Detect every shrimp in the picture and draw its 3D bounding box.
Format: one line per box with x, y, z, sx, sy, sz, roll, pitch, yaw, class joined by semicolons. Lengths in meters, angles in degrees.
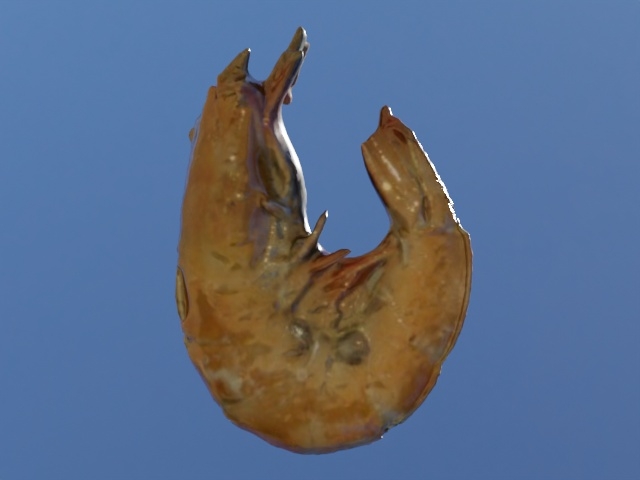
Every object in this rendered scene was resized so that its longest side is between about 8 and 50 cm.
0.000;0.000;0.672;0.132;0.051;0.188;-7;-85;7;shrimp
